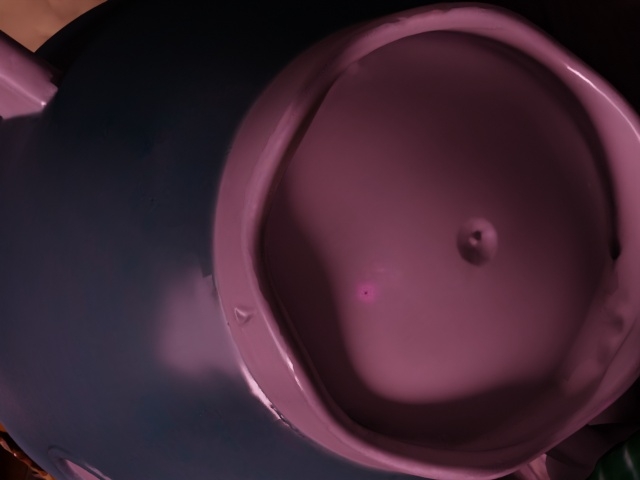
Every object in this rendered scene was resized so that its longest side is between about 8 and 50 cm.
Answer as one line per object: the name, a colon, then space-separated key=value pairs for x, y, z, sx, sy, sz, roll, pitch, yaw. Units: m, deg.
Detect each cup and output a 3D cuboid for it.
cup: x=0.000 y=0.000 z=0.487 sx=0.299 sy=0.167 sz=0.173 roll=33 pitch=165 yaw=-20

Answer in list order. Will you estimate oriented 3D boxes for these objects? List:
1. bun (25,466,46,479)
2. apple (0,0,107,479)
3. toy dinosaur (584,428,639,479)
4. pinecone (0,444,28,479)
bun: x=-0.160 y=0.149 z=0.957 sx=0.259 sy=0.259 sz=0.152 roll=58 pitch=172 yaw=-2
apple: x=-0.138 y=-0.073 z=0.677 sx=0.346 sy=0.179 sz=0.254 roll=53 pitch=140 yaw=9
toy dinosaur: x=0.083 y=0.117 z=0.384 sx=0.129 sy=0.076 sz=0.383 roll=40 pitch=124 yaw=15
pinecone: x=-0.309 y=0.118 z=0.735 sx=0.398 sy=0.397 sz=0.398 roll=48 pitch=159 yaw=25
